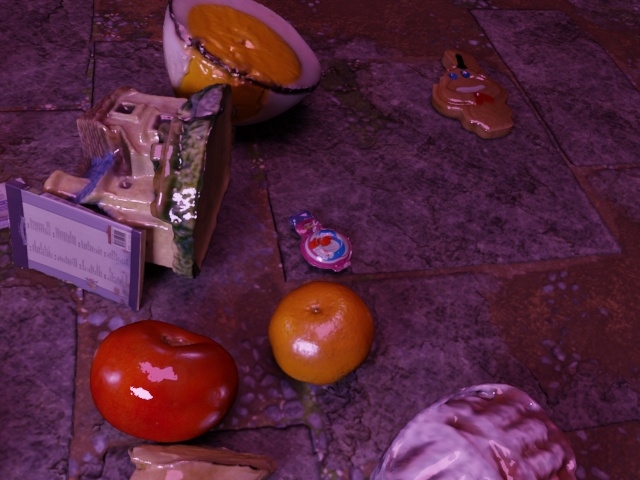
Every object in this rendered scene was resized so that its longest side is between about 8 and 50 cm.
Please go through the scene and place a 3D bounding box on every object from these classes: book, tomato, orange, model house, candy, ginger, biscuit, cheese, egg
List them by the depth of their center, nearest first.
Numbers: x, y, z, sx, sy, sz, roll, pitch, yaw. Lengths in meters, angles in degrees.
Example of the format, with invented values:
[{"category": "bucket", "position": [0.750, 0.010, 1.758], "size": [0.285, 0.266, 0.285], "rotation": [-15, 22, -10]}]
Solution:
[{"category": "ginger", "position": [-0.147, 0.317, 0.829], "size": [0.193, 0.115, 0.122], "rotation": [5, 68, -15]}, {"category": "candy", "position": [0.194, 0.307, 0.839], "size": [0.289, 0.157, 0.214], "rotation": [-27, 62, -29]}, {"category": "tomato", "position": [-0.208, 0.189, 0.872], "size": [0.195, 0.136, 0.195], "rotation": [17, 5, -2]}, {"category": "orange", "position": [0.001, 0.139, 0.972], "size": [0.159, 0.136, 0.159], "rotation": [-4, 48, 4]}, {"category": "book", "position": [-0.378, 0.008, 1.017], "size": [0.231, 0.157, 0.026], "rotation": [20, 34, 9]}, {"category": "model house", "position": [-0.293, -0.122, 1.082], "size": [0.266, 0.261, 0.321], "rotation": [8, 42, 1]}, {"category": "cheese", "position": [0.000, 0.000, 1.164], "size": [0.095, 0.038, 0.145], "rotation": [-25, 58, -28]}, {"category": "egg", "position": [-0.185, -0.352, 1.342], "size": [0.337, 0.201, 0.337], "rotation": [24, 42, -24]}, {"category": "biscuit", "position": [0.347, -0.354, 1.539], "size": [0.183, 0.047, 0.319], "rotation": [8, 46, -6]}]

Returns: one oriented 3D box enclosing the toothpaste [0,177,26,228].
[{"category": "toothpaste", "position": [-0.613, -0.034, 1.088], "size": [0.282, 0.068, 0.099], "rotation": [-24, 83, -35]}]
